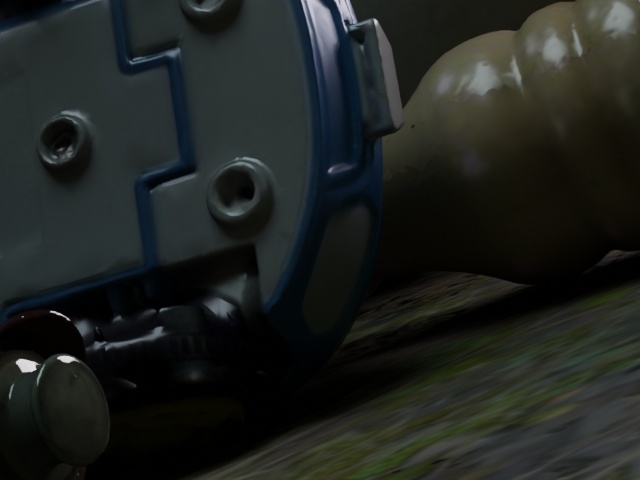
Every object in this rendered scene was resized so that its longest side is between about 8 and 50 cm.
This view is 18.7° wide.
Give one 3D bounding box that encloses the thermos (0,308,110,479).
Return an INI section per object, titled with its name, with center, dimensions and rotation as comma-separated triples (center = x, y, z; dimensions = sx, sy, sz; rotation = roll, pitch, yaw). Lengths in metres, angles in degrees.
[thermos]
center = -0.146, 0.067, 0.453
dimensions = 0.232, 0.099, 0.124
rotation = -16, 42, 30

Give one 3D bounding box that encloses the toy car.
[toy car]
center = -0.110, -0.001, 0.673
dimensions = 0.314, 0.198, 0.166
rotation = -17, -20, 18

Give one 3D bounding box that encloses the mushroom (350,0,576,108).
[mushroom]
center = 0.080, -0.098, 0.785
dimensions = 0.350, 0.128, 0.128
rotation = -25, 1, 28

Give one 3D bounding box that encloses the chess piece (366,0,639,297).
[chess piece]
center = 0.111, -0.046, 0.663
dimensions = 0.307, 0.124, 0.139
rotation = -22, 21, 17

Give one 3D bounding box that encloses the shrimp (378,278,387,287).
[shrimp]
center = -0.015, 0.008, 0.929
dimensions = 0.145, 0.059, 0.254
rotation = -29, 6, 12
